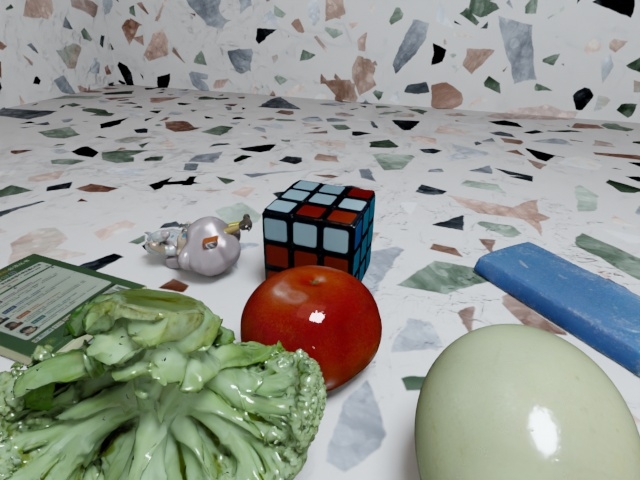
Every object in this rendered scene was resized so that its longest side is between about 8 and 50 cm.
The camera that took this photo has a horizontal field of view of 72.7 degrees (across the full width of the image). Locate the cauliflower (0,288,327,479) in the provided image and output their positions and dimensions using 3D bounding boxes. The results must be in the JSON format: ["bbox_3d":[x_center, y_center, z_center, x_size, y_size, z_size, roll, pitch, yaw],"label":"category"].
[{"bbox_3d":[-0.155,0.140,0.409,0.273,0.250,0.275,27,37,35],"label":"cauliflower"}]

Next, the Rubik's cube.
[{"bbox_3d":[0.000,0.000,0.768,0.164,0.160,0.162,11,30,18],"label":"Rubik's cube"}]

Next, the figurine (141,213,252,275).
[{"bbox_3d":[-0.226,0.010,0.803,0.229,0.111,0.137,0,17,26],"label":"figurine"}]

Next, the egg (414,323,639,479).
[{"bbox_3d":[0.181,0.190,0.394,0.189,0.188,0.253,8,32,12],"label":"egg"}]

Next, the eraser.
[{"bbox_3d":[0.428,0.094,0.735,0.144,0.042,0.312,-13,32,-26],"label":"eraser"}]

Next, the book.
[{"bbox_3d":[-0.452,0.101,0.702,0.265,0.027,0.202,12,31,17],"label":"book"}]

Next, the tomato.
[{"bbox_3d":[-0.012,0.110,0.588,0.196,0.135,0.195,1,28,0],"label":"tomato"}]
